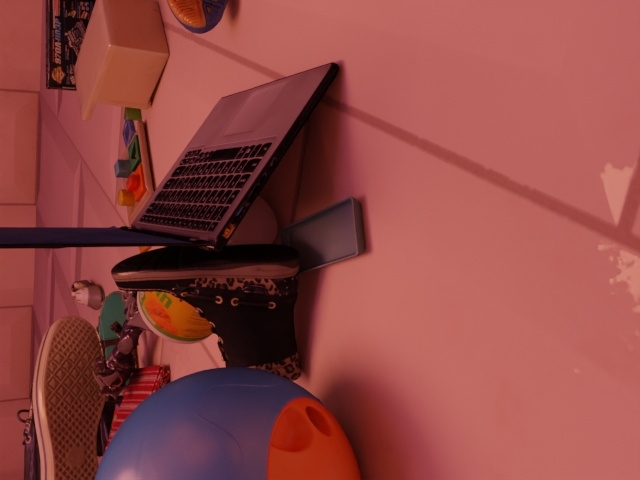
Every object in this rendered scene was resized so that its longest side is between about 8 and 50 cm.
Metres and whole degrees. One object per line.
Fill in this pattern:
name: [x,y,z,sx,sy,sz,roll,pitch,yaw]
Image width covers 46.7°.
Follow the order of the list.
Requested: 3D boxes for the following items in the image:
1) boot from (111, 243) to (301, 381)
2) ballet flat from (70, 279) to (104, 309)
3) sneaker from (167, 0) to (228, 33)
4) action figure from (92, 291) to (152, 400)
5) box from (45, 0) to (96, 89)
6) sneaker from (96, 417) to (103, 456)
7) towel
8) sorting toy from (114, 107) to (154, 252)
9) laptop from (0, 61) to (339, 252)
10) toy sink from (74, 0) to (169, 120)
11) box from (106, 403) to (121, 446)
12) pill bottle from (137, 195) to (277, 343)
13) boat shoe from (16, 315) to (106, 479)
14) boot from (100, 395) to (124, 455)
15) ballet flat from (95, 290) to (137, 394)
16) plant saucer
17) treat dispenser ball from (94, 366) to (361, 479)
boot: [-0.137,0.098,0.934,0.085,0.236,0.179,-79,-15,-69]
ballet flat: [-0.669,0.157,2.111,0.213,0.068,0.072,12,101,61]
sneaker: [-0.208,-0.434,1.207,0.131,0.111,0.297,104,155,-61]
action figure: [-0.411,0.213,1.560,0.285,0.099,0.185,-63,20,23]
box: [-0.565,-0.468,1.776,0.051,0.175,0.220,15,105,62]
sneaker: [-0.623,0.508,1.995,0.286,0.109,0.130,-7,80,64]
towel: [-0.390,0.393,1.517,0.199,0.031,0.275,-20,49,57]
sorting toy: [-0.422,-0.142,1.653,0.196,0.047,0.348,-45,52,54]
laptop: [-0.247,-0.107,0.929,0.408,0.236,0.382,-58,26,-13]
toy sink: [-0.414,-0.369,1.542,0.234,0.131,0.153,-49,49,45]
box: [-0.402,0.491,1.590,0.293,0.057,0.201,13,90,62]
pill bottle: [-0.159,0.035,1.056,0.246,0.136,0.136,-48,49,43]
boat shoe: [-0.591,0.422,1.682,0.156,0.186,0.501,-14,74,38]
boot: [-0.507,0.486,1.810,0.189,0.076,0.209,135,136,-72]
ballet flat: [-0.476,0.242,1.740,0.077,0.091,0.241,104,161,-74]
plant saucer: [0.000,0.000,0.891,0.192,0.018,0.067,-22,72,61]
treat dispenser ball: [-0.096,0.280,0.796,0.288,0.288,0.288,4,95,62]
